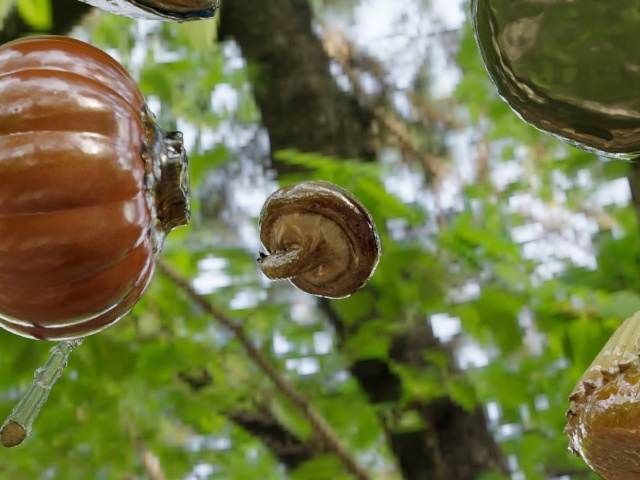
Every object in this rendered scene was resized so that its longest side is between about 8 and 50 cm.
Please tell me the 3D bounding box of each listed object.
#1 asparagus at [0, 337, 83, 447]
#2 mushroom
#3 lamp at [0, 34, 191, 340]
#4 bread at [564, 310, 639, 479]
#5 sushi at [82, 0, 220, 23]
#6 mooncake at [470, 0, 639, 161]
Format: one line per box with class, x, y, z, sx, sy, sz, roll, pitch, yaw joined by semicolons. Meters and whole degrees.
asparagus;-0.216;0.107;1.552;0.025;0.248;0.024;4;-71;5
mushroom;0.000;0.000;1.858;0.127;0.087;0.127;12;-50;14
lamp;-0.192;-0.038;1.403;0.196;0.223;0.223;-5;-37;-2
bread;0.406;0.184;1.751;0.388;0.183;0.236;7;-45;34
sushi;-0.179;-0.229;1.453;0.134;0.109;0.273;20;9;37
mooncake;0.345;-0.252;2.027;0.356;0.356;0.194;-33;-16;30
